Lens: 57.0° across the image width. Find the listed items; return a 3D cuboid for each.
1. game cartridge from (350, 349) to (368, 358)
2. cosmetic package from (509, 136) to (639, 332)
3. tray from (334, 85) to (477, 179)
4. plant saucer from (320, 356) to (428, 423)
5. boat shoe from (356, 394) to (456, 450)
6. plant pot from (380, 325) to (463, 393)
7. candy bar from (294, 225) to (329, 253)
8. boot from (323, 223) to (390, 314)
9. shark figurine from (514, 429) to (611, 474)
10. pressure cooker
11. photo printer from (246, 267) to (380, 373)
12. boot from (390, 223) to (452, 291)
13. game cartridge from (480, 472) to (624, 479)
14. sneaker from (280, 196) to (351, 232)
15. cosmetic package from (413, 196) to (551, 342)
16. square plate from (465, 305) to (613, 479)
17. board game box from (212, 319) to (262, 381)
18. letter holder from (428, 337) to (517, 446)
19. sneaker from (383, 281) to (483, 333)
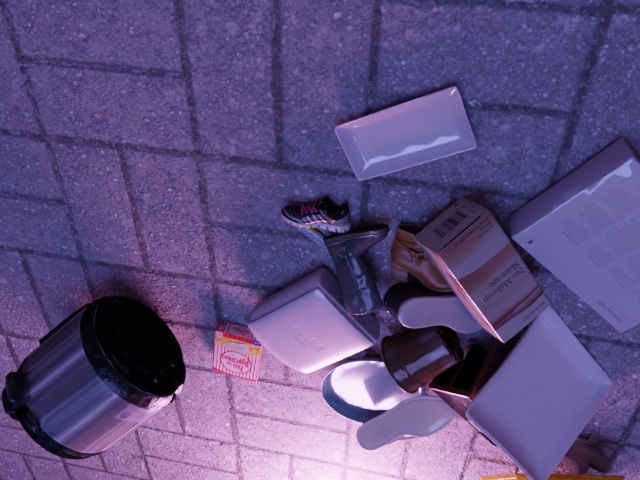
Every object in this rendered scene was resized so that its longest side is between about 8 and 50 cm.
[{"bbox_3d":[0.089,0.310,1.692,0.083,0.017,0.056,34,124,-13],"label":"game cartridge"},{"bbox_3d":[0.641,0.004,1.255,0.377,0.097,0.284,38,125,-15],"label":"cosmetic package"},{"bbox_3d":[0.177,-0.224,1.241,0.270,0.030,0.145,-14,123,24],"label":"tray"},{"bbox_3d":[0.161,0.443,1.749,0.318,0.043,0.317,6,130,7],"label":"plant saucer"},{"bbox_3d":[0.257,0.529,1.735,0.319,0.099,0.116,-29,73,23],"label":"boat shoe"},{"bbox_3d":[0.272,0.290,1.545,0.165,0.167,0.167,-35,112,25],"label":"plant pot"},{"bbox_3d":[0.000,0.000,1.471,0.161,0.018,0.040,38,127,-16],"label":"candy bar"},{"bbox_3d":[0.110,0.072,1.424,0.190,0.076,0.208,-13,99,36],"label":"boot"},{"bbox_3d":[0.718,0.637,1.722,0.278,0.116,0.166,3,127,10],"label":"shark figurine"},{"bbox_3d":[-0.649,0.404,1.674,0.420,0.375,0.370,-38,103,14],"label":"pressure cooker"},{"bbox_3d":[-0.033,0.232,1.603,0.308,0.107,0.256,-29,115,31],"label":"photo printer"},{"bbox_3d":[0.264,0.040,1.400,0.197,0.073,0.152,7,125,6],"label":"boot"},{"bbox_3d":[0.668,0.706,1.712,0.324,0.052,0.285,1,156,-7],"label":"game cartridge"},{"bbox_3d":[-0.008,-0.069,1.391,0.170,0.063,0.074,10,130,1],"label":"sneaker"},{"bbox_3d":[0.364,0.067,1.323,0.153,0.129,0.296,-42,114,0],"label":"cosmetic package"},{"bbox_3d":[0.553,0.392,1.492,0.344,0.347,0.049,46,168,-20],"label":"square plate"},{"bbox_3d":[-0.247,0.335,1.780,0.147,0.045,0.193,14,130,4],"label":"board game box"},{"bbox_3d":[0.480,0.400,1.592,0.302,0.214,0.152,44,157,-21],"label":"letter holder"},{"bbox_3d":[0.290,0.158,1.477,0.296,0.147,0.104,5,103,-26],"label":"sneaker"}]
